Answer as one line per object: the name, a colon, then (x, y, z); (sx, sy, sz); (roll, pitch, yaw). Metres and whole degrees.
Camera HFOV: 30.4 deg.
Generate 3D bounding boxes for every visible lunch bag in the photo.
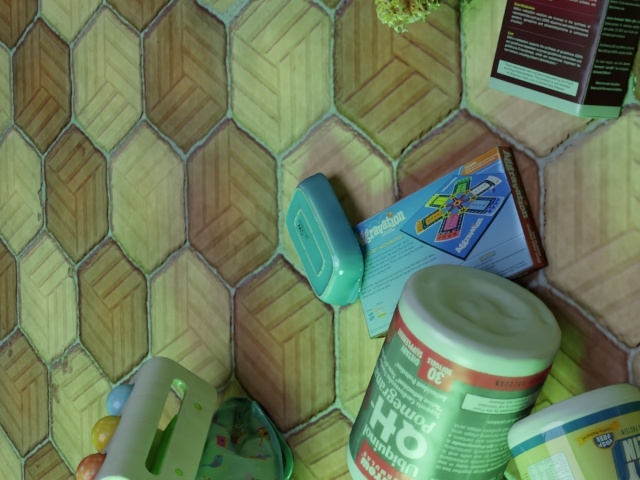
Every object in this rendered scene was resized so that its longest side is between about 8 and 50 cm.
lunch bag: (-0.141, 0.372, 1.639); (0.262, 0.160, 0.223); (-93, 24, -59)

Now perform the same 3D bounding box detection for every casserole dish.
casserole dish: (0.000, 0.000, 1.521); (0.188, 0.037, 0.114); (66, 150, 31)

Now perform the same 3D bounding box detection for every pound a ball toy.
pound a ball toy: (-0.265, 0.317, 1.550); (0.208, 0.136, 0.319); (-52, 12, 25)

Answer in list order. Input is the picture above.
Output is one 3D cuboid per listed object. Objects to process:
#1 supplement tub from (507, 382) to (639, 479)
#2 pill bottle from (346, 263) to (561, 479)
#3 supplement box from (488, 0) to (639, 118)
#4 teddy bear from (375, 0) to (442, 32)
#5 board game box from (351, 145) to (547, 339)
supplement tub: (0.282, 0.255, 1.157); (0.144, 0.144, 0.199); (-37, 65, 44)
pill bottle: (0.130, 0.201, 1.298); (0.176, 0.176, 0.318); (42, 127, 39)
supplement box: (0.263, -0.256, 1.200); (0.130, 0.073, 0.239); (28, 114, 45)
teddy bear: (0.140, -0.387, 1.269); (0.338, 0.113, 0.245); (-51, 19, 47)
board game box: (0.137, 0.009, 1.397); (0.281, 0.027, 0.145); (-29, 72, 46)
